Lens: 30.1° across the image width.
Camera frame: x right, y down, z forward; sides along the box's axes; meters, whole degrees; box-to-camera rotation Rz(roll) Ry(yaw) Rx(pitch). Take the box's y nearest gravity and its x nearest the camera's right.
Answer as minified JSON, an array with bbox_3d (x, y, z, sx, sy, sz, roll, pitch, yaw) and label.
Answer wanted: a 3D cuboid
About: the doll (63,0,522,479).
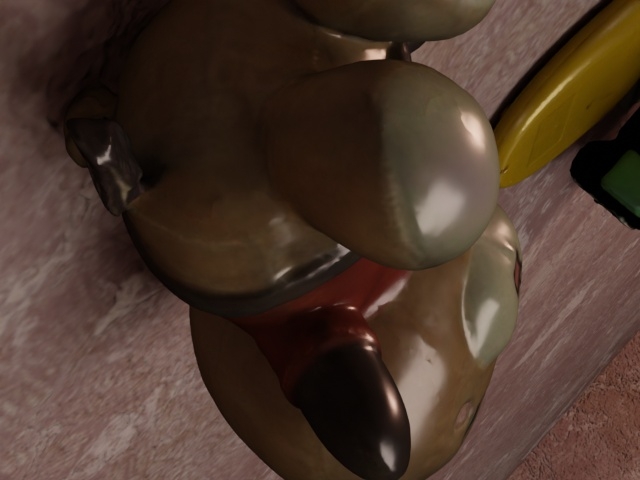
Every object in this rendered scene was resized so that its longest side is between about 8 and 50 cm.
[{"bbox_3d":[0.000,0.000,0.519,0.174,0.235,0.330,-6,151,8],"label":"doll"}]

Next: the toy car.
[{"bbox_3d":[0.361,-0.081,1.076,0.213,0.176,0.359,-50,162,9],"label":"toy car"}]

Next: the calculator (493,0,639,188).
[{"bbox_3d":[0.211,-0.126,0.940,0.235,0.032,0.146,-40,160,-18],"label":"calculator"}]

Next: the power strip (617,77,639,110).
[{"bbox_3d":[0.295,-0.168,1.063,0.051,0.019,0.136,-41,160,-17],"label":"power strip"}]
